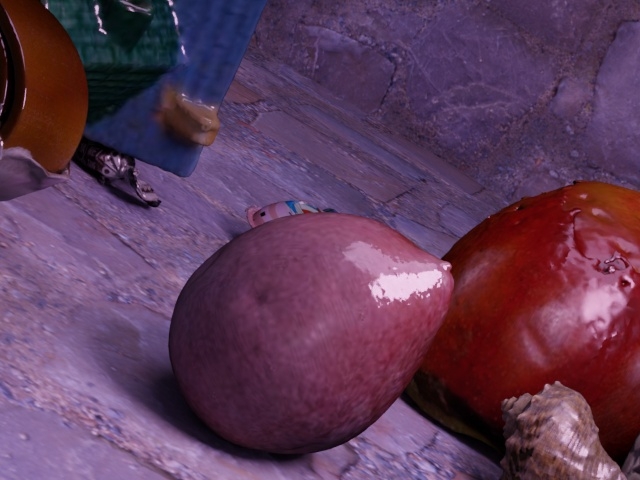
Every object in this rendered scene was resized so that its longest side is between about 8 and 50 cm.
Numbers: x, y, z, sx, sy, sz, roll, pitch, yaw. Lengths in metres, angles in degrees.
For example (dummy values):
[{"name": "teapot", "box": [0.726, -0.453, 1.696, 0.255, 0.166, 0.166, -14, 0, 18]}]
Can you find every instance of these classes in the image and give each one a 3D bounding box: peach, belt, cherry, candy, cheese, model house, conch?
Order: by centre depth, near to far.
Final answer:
[{"name": "cherry", "box": [-0.011, 0.068, 1.308, 0.206, 0.239, 0.239, 40, 15, 29]}, {"name": "belt", "box": [-0.375, -0.167, 1.459, 0.338, 0.217, 0.122, 33, 6, 29]}, {"name": "conch", "box": [0.257, 0.233, 1.506, 0.207, 0.130, 0.155, 42, 10, 27]}, {"name": "model house", "box": [-0.253, -0.280, 1.731, 0.342, 0.335, 0.382, 37, 24, 25]}, {"name": "peach", "box": [0.270, 0.110, 1.754, 0.416, 0.353, 0.339, -35, 48, -30]}, {"name": "candy", "box": [-0.265, -0.108, 1.853, 0.094, 0.051, 0.226, 22, 14, -45]}, {"name": "cheese", "box": [0.000, 0.000, 1.945, 0.189, 0.074, 0.286, 34, 18, 14]}]

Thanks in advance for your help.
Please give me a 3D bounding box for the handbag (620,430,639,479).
[{"name": "handbag", "box": [0.528, 0.345, 1.615, 0.416, 0.180, 0.316, 32, 5, 21]}]
